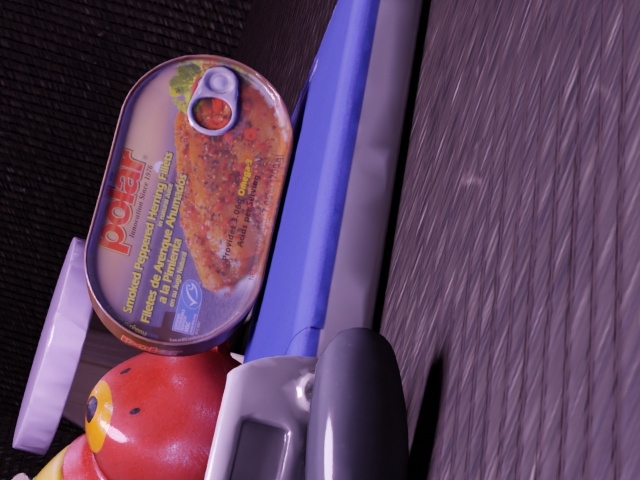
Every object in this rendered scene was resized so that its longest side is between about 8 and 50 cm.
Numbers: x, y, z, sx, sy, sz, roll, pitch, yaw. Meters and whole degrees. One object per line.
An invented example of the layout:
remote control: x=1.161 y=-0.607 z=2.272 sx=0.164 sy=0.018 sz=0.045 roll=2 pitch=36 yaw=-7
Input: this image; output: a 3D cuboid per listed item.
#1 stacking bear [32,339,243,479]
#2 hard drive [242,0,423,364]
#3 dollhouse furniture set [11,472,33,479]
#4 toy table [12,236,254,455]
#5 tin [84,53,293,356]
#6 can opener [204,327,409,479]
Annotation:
stacking bear: x=-0.128 y=0.187 z=1.209 sx=0.289 sy=0.164 sz=0.175 roll=-58 pitch=24 yaw=28
hard drive: x=0.000 y=0.000 z=1.068 sx=0.210 sy=0.040 sz=0.319 roll=114 pitch=169 yaw=-53
dollhouse furniture set: x=-0.164 y=0.258 z=0.874 sx=0.242 sy=0.212 sz=0.161 roll=-44 pitch=38 yaw=-5
toy table: x=-0.148 y=0.101 z=1.528 sx=0.274 sy=0.160 sz=0.252 roll=-166 pitch=92 yaw=-82
tin: x=-0.079 y=-0.021 z=1.128 sx=0.040 sy=0.106 sz=0.190 roll=119 pitch=165 yaw=-66
can opener: x=-0.022 y=0.170 z=0.724 sx=0.095 sy=0.076 sz=0.283 roll=120 pitch=163 yaw=-66
